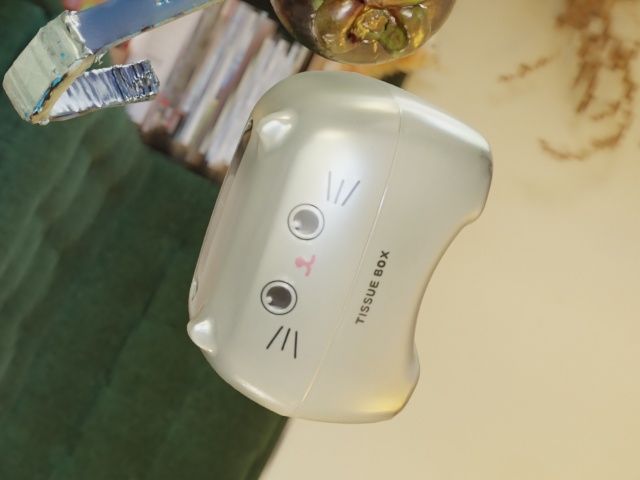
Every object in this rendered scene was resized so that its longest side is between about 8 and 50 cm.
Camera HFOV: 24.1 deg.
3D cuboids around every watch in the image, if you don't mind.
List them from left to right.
[{"bbox_3d":[-0.189,-0.226,1.635,0.276,0.068,0.274,-38,168,35],"label":"watch"}]

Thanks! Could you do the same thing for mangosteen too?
[{"bbox_3d":[0.060,-0.367,2.071,0.288,0.288,0.288,-62,171,-17],"label":"mangosteen"}]

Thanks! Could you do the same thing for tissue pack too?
[{"bbox_3d":[0.000,0.000,1.477,0.229,0.236,0.333,-131,-121,-66],"label":"tissue pack"}]
